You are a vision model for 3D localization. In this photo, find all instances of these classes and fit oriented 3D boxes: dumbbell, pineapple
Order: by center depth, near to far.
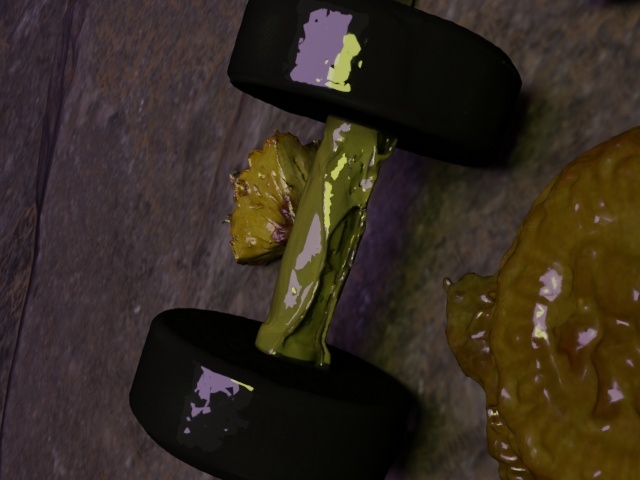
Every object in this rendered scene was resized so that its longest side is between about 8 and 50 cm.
[{"bbox_3d":[0.000,0.000,0.592,0.204,0.204,0.322,22,95,48],"label":"dumbbell"},{"bbox_3d":[-0.031,-0.025,0.746,0.116,0.069,0.137,41,118,39],"label":"pineapple"}]

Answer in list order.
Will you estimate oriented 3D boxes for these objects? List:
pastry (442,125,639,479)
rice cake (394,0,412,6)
[{"bbox_3d":[0.200,0.066,0.431,0.235,0.132,0.240,-48,41,38],"label":"pastry"},{"bbox_3d":[0.055,-0.219,0.712,0.057,0.052,0.256,14,89,18],"label":"rice cake"}]
